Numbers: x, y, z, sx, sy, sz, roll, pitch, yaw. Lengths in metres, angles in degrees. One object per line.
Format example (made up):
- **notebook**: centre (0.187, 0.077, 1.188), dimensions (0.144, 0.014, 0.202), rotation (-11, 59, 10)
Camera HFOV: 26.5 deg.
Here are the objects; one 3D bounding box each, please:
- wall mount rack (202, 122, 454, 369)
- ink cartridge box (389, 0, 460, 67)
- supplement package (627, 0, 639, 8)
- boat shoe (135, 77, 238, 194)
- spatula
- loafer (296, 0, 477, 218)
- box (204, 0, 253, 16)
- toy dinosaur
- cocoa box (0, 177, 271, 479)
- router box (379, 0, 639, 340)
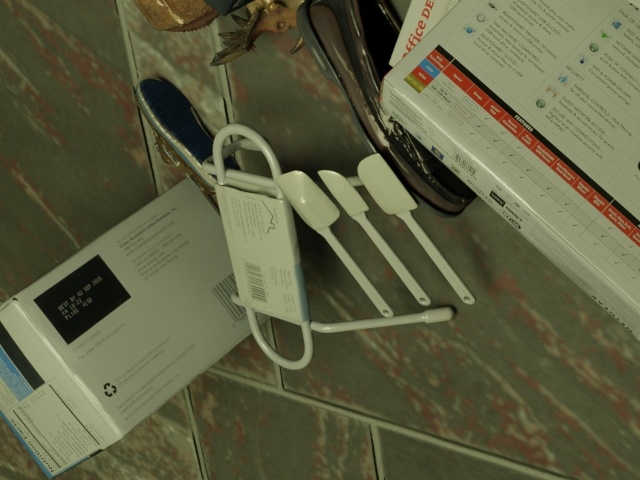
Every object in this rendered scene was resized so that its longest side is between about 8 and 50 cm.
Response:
- **wall mount rack**: centre (0.000, 0.000, 1.705), dimensions (0.304, 0.130, 0.350), rotation (14, 126, 38)
- **ink cartridge box**: centre (0.197, -0.203, 1.412), dimensions (0.219, 0.092, 0.160), rotation (35, 135, 17)
- **supplement package**: centre (0.261, -0.348, 1.159), dimensions (0.293, 0.175, 0.177), rotation (37, 164, 15)
- **boat shoe**: centre (-0.191, -0.132, 1.813), dimensions (0.183, 0.066, 0.066), rotation (52, 139, -1)
- **spatula**: centre (0.068, -0.001, 1.594), dimensions (0.168, 0.019, 0.242), rotation (-14, 127, 37)
- **loafer**: centre (0.088, -0.164, 1.527), dimensions (0.095, 0.109, 0.302), rotation (-35, 90, 43)
- **box**: centre (-0.053, -0.353, 1.439), dimensions (0.108, 0.207, 0.153), rotation (43, 137, 9)
- **toy dinosaur**: centre (-0.154, -0.297, 1.635), dimensions (0.296, 0.127, 0.200), rotation (4, 127, 46)
- **cocoa box**: centre (-0.272, 0.117, 1.845), dimensions (0.231, 0.347, 0.228), rotation (53, 138, -3)
- **router box**: centre (0.277, -0.129, 1.246), dimensions (0.335, 0.301, 0.082), rotation (44, 171, 9)
